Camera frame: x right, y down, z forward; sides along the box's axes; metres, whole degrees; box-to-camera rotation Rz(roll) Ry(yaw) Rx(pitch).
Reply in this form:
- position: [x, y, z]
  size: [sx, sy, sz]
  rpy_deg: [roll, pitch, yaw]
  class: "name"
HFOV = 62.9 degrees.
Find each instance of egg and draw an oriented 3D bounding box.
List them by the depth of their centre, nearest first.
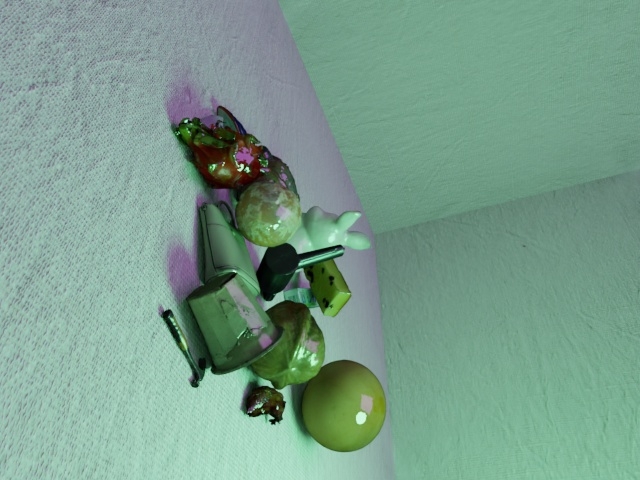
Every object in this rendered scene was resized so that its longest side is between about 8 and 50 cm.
- position: [-0.158, -0.075, 1.564]
  size: [0.245, 0.203, 0.203]
  rpy_deg: [-76, 150, -76]
  class: "egg"
- position: [0.085, 0.582, 1.865]
  size: [0.374, 0.301, 0.301]
  rpy_deg: [-24, 100, -77]
  class: "egg"

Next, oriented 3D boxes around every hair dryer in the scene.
- position: [-0.066, 0.087, 1.742]
  size: [0.116, 0.302, 0.244]
  rpy_deg: [69, -24, 19]
  class: "hair dryer"

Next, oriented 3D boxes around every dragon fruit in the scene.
- position: [-0.275, -0.260, 1.507]
  size: [0.269, 0.200, 0.198]
  rpy_deg: [60, 17, -44]
  class: "dragon fruit"

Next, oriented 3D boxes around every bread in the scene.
- position: [0.003, 0.130, 2.115]
  size: [0.077, 0.138, 0.361]
  rpy_deg: [11, 35, -36]
  class: "bread"

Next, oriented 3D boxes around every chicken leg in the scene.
- position: [-0.158, 0.479, 1.533]
  size: [0.234, 0.063, 0.105]
  rpy_deg: [50, 25, -56]
  class: "chicken leg"

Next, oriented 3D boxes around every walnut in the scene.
- position: [-0.103, 0.312, 1.576]
  size: [0.283, 0.227, 0.283]
  rpy_deg: [-160, -90, -79]
  class: "walnut"
- position: [-0.183, -0.174, 1.784]
  size: [0.224, 0.224, 0.224]
  rpy_deg: [-14, 90, -76]
  class: "walnut"

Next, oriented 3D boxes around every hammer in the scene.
- position: [-0.317, 0.245, 1.226]
  size: [0.078, 0.021, 0.201]
  rpy_deg: [-74, 148, -63]
  class: "hammer"

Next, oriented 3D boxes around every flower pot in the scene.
- position: [-0.221, 0.196, 1.306]
  size: [0.202, 0.212, 0.212]
  rpy_deg: [65, 17, -12]
  class: "flower pot"

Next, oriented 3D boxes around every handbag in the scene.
- position: [-0.280, 0.017, 1.528]
  size: [0.241, 0.109, 0.315]
  rpy_deg: [56, 11, -55]
  class: "handbag"

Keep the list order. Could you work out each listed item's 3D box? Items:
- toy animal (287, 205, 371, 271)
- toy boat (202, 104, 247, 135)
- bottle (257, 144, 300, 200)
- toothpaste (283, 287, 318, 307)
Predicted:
- position: [-0.004, -0.005, 1.997]
  size: [0.241, 0.367, 0.196]
  rpy_deg: [-105, 174, -50]
  class: "toy animal"
- position: [-0.331, -0.347, 1.692]
  size: [0.318, 0.072, 0.219]
  rpy_deg: [23, 57, -60]
  class: "toy boat"
- position: [-0.178, -0.235, 1.969]
  size: [0.156, 0.143, 0.271]
  rpy_deg: [-86, 156, -50]
  class: "bottle"
- position: [-0.058, 0.239, 2.124]
  size: [0.336, 0.067, 0.081]
  rpy_deg: [19, 57, -73]
  class: "toothpaste"
